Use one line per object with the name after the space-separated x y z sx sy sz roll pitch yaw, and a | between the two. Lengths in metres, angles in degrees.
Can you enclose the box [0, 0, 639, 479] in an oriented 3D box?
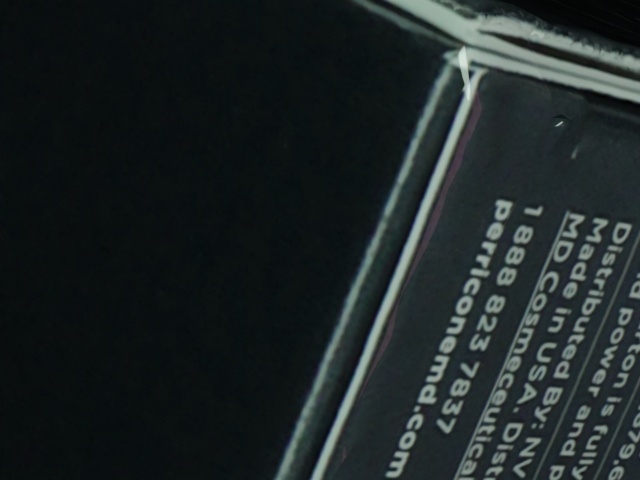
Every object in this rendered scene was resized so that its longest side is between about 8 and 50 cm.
0.000 0.000 0.748 0.471 0.480 0.297 7 111 -45 | box
